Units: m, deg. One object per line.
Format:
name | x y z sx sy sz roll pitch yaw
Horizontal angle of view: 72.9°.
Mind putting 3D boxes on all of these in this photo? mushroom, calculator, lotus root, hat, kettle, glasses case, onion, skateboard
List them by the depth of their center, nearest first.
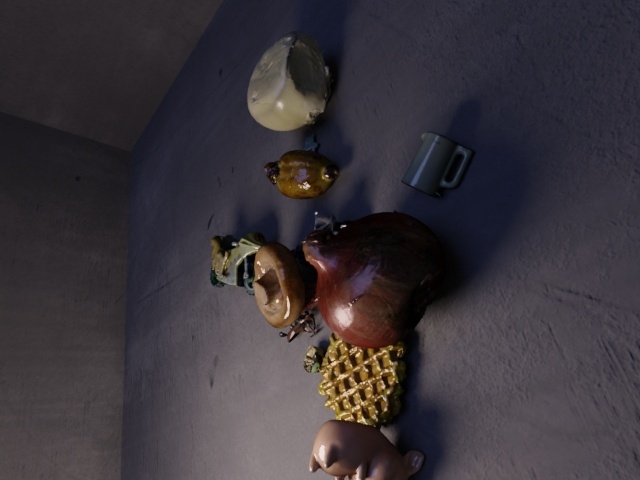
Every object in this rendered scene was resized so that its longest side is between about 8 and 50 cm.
onion | 0.144 0.085 1.068 0.353 0.353 0.354 -18 66 46
kettle | 0.291 -0.192 1.110 0.127 0.098 0.148 40 107 53
hat | -0.013 0.368 1.337 0.076 0.059 0.077 7 79 67
mushroom | -0.139 0.145 1.392 0.278 0.146 0.279 21 115 54
skateboard | -0.061 0.291 1.413 0.080 0.067 0.151 52 128 10
glasses case | -0.052 0.199 1.436 0.194 0.049 0.073 -36 53 38
lotus root | -0.055 -0.226 1.498 0.314 0.141 0.170 10 92 39
calculator | -0.039 -0.324 1.601 0.094 0.019 0.141 -16 67 50

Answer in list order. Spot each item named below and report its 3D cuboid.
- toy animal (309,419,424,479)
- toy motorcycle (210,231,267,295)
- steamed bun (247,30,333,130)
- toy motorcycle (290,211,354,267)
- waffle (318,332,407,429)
toy animal | 0.097 0.515 1.025 0.166 0.250 0.154 -40 18 47
toy motorcycle | -0.322 0.084 1.701 0.410 0.168 0.237 0 78 50
steamed bun | -0.110 -0.559 1.591 0.311 0.232 0.334 2 72 52
toy motorcycle | 0.000 0.000 1.355 0.270 0.159 0.106 -34 34 38
waffle | 0.112 0.366 1.182 0.302 0.068 0.325 16 94 51
